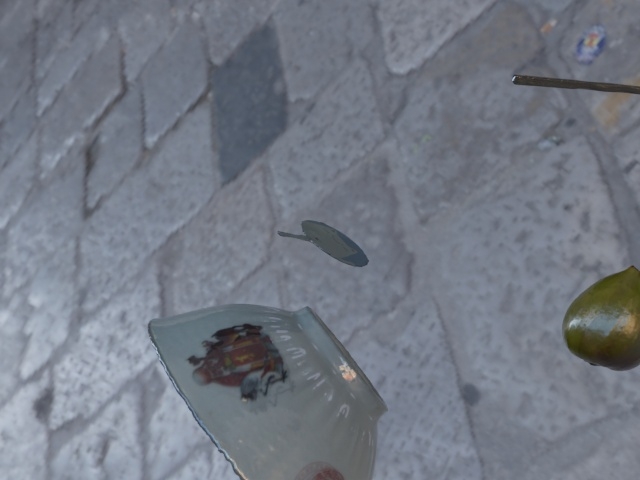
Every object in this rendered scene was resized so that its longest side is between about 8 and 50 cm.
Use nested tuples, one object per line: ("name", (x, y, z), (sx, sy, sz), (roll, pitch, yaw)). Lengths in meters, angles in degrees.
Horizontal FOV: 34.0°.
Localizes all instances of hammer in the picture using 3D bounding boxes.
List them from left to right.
("hammer", (0.352, -0.173, 1.197), (0.058, 0.292, 0.029), (-124, 39, -65))

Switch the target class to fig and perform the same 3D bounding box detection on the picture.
("fig", (0.240, 0.062, 0.851), (0.088, 0.074, 0.074), (-63, 30, 10))

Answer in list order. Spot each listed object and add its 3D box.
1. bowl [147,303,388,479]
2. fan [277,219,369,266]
("bowl", (-0.030, 0.176, 1.167), (0.158, 0.337, 0.337), (-38, 32, -2))
("fan", (0.000, 0.000, 1.491), (0.113, 0.175, 0.005), (46, 112, 35))
